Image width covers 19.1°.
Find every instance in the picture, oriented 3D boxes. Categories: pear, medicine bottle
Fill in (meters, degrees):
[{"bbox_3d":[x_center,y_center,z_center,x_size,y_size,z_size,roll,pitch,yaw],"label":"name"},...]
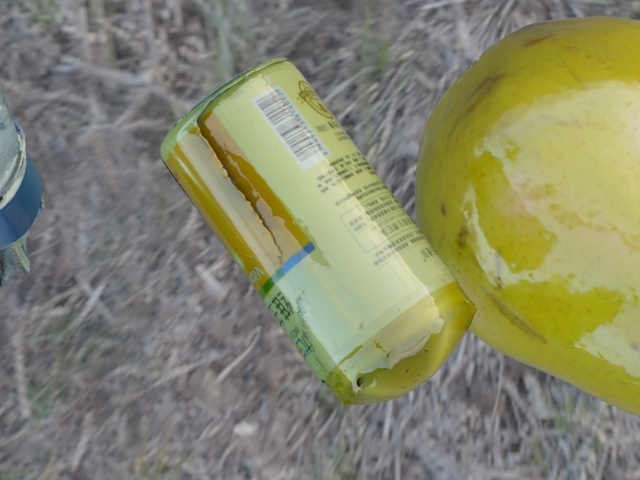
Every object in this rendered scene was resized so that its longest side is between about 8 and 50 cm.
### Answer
[{"bbox_3d":[0.227,-0.013,1.443,0.336,0.285,0.285,40,100,11],"label":"pear"},{"bbox_3d":[0.000,0.000,1.293,0.124,0.124,0.239,-37,82,9],"label":"medicine bottle"}]

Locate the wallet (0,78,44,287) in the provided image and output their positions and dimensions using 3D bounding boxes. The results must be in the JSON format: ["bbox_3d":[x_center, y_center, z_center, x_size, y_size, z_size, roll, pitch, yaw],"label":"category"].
[{"bbox_3d":[-0.197,-0.046,0.889,0.141,0.202,0.059,27,74,4],"label":"wallet"}]
